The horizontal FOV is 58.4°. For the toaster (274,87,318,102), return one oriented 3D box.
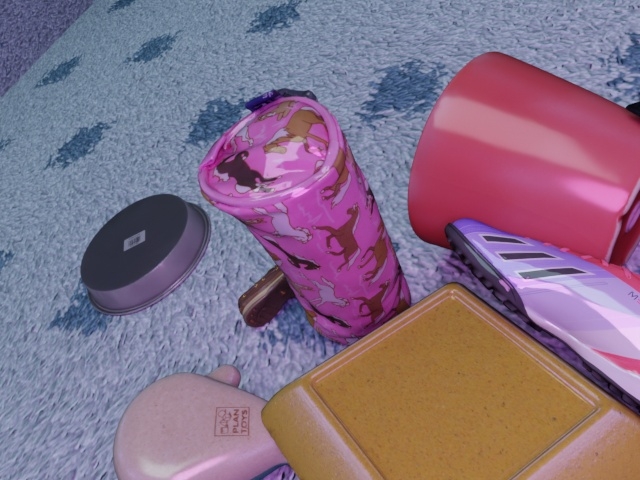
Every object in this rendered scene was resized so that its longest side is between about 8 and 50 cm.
[{"bbox_3d":[-0.074,-0.172,1.096,0.129,0.147,0.227,15,59,40],"label":"toaster"}]

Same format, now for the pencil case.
[{"bbox_3d":[0.000,0.000,0.720,0.160,0.386,0.167,-34,52,-1],"label":"pencil case"}]

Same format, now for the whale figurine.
[{"bbox_3d":[-0.122,0.269,0.744,0.271,0.141,0.216,-3,44,-5],"label":"whale figurine"}]

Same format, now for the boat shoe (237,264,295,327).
[{"bbox_3d":[-0.062,0.062,0.929,0.178,0.064,0.060,-39,44,-5],"label":"boat shoe"}]

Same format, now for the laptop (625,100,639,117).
[{"bbox_3d":[0.499,-0.065,0.607,0.136,0.264,0.234,-44,40,14],"label":"laptop"}]

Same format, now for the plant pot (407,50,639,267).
[{"bbox_3d":[0.287,-0.077,0.734,0.243,0.275,0.275,28,68,33],"label":"plant pot"}]

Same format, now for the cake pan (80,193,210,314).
[{"bbox_3d":[-0.362,0.015,1.158,0.292,0.054,0.293,-16,45,16],"label":"cake pan"}]

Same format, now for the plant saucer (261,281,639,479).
[{"bbox_3d":[0.137,0.187,0.621,0.332,0.081,0.333,-28,41,-19],"label":"plant saucer"}]

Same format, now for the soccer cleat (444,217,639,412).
[{"bbox_3d":[0.276,0.059,0.613,0.318,0.108,0.116,42,97,28],"label":"soccer cleat"}]
